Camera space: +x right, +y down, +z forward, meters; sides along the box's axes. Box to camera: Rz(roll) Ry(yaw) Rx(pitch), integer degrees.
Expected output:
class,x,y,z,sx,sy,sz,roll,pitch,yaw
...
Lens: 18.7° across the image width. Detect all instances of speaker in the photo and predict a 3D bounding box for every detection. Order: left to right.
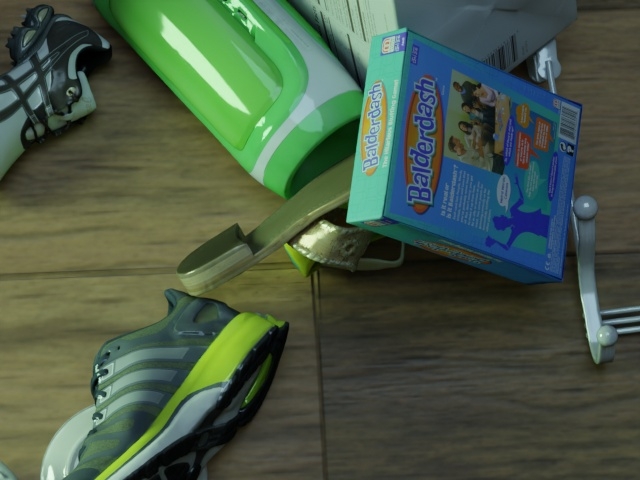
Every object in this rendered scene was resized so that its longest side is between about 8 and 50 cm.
class,x,y,z,sx,sy,sz,roll,pitch,yaw
speaker,-0.086,-0.176,1.739,0.131,0.131,0.296,-38,72,-16

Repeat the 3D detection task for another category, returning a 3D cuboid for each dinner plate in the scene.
class,x,y,z,sx,sy,sz,roll,pitch,yaw
dinner plate,-0.166,0.197,1.630,0.141,0.017,0.141,0,64,-1

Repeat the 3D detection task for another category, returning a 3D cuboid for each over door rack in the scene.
class,x,y,z,sx,sy,sz,roll,pitch,yaw
over door rack,0.325,-0.064,1.708,0.239,0.108,0.324,-7,66,-5

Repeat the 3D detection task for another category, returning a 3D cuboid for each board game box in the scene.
class,x,y,z,sx,sy,sz,roll,pitch,yaw
board game box,0.122,-0.065,1.595,0.210,0.047,0.160,19,73,-38

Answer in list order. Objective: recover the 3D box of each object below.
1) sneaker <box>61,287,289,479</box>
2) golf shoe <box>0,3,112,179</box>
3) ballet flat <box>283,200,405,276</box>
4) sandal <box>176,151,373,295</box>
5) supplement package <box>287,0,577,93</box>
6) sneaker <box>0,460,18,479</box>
class,x,y,z,sx,sy,sz,roll,pitch,yaw
sneaker,-0.151,0.151,1.590,0.121,0.111,0.300,25,46,21
golf shoe,-0.254,-0.120,1.738,0.094,0.077,0.198,19,68,7
ballet flat,0.079,-0.019,1.703,0.231,0.077,0.077,-14,71,0
sandal,0.000,-0.002,1.645,0.240,0.088,0.079,-29,109,6
supplement package,0.064,-0.272,1.716,0.199,0.198,0.263,-38,58,-16
sneaker,-0.281,0.333,1.513,0.135,0.150,0.366,-2,42,-10
